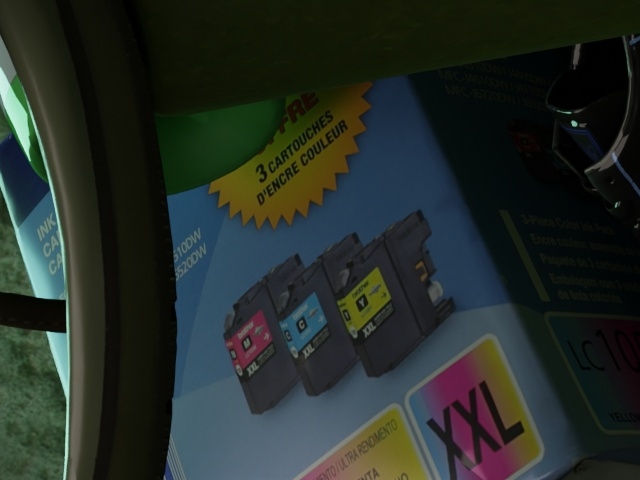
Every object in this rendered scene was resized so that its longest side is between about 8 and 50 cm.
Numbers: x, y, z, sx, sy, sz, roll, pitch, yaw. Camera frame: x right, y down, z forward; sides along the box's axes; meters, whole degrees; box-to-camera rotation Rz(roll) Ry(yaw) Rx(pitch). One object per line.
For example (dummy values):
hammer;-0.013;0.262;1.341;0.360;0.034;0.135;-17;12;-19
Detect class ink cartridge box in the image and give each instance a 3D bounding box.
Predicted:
ink cartridge box;0.000;0.000;0.902;0.270;0.151;0.395;-42;55;32

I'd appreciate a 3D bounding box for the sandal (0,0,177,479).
sandal;-0.098;-0.063;0.443;0.120;0.086;0.302;142;109;-82

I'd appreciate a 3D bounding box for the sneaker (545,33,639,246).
sneaker;0.140;-0.023;0.733;0.081;0.090;0.232;-131;24;-70

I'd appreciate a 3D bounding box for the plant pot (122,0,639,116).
plant pot;0.044;-0.155;0.506;0.276;0.254;0.276;162;90;-83

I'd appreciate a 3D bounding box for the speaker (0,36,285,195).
speaker;-0.102;-0.170;0.840;0.131;0.131;0.296;87;168;-62
